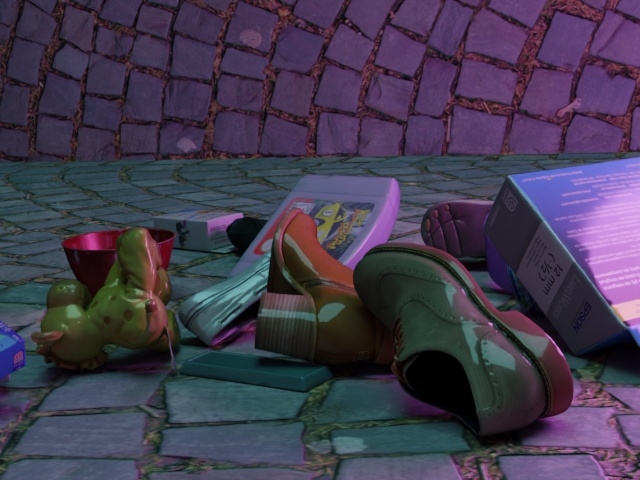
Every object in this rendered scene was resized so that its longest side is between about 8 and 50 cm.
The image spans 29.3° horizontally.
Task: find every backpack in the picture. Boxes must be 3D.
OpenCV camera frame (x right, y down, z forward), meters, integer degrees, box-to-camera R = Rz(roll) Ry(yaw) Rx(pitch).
[{"bbox_3d":[0.309,0.045,1.729,0.084,0.114,0.105,-14,9,15],"label":"backpack"}]

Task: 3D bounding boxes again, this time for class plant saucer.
[{"bbox_3d":[-0.081,0.158,1.509,0.192,0.018,0.067,3,12,32],"label":"plant saucer"}]

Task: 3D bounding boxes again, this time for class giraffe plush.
[{"bbox_3d":[-0.282,0.100,1.584,0.170,0.181,0.210,-13,46,0],"label":"giraffe plush"}]

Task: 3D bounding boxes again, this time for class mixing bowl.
[{"bbox_3d":[-0.319,0.043,1.956,0.181,0.098,0.181,-2,11,0],"label":"mixing bowl"}]

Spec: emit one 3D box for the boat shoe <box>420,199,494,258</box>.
[{"bbox_3d":[0.335,-0.015,2.042,0.324,0.123,0.116,8,-1,19],"label":"boat shoe"}]

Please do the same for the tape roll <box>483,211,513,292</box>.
[{"bbox_3d":[0.347,0.003,1.872,0.189,0.080,0.189,-7,30,4],"label":"tape roll"}]

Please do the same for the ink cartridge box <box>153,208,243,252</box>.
[{"bbox_3d":[-0.220,-0.020,2.354,0.181,0.061,0.104,6,14,37],"label":"ink cartridge box"}]

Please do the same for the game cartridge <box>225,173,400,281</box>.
[{"bbox_3d":[0.000,0.000,1.874,0.196,0.060,0.294,7,44,29],"label":"game cartridge"}]

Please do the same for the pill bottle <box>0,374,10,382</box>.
[{"bbox_3d":[-0.459,0.149,1.474,0.160,0.087,0.087,-6,11,-17],"label":"pill bottle"}]

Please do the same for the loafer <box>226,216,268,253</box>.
[{"bbox_3d":[-0.126,-0.004,2.200,0.078,0.076,0.223,8,3,-12],"label":"loafer"}]

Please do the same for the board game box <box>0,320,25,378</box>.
[{"bbox_3d":[-0.466,0.134,1.379,0.160,0.047,0.210,31,43,26],"label":"board game box"}]

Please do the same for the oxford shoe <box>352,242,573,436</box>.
[{"bbox_3d":[0.120,0.101,1.363,0.130,0.123,0.348,-21,30,-25],"label":"oxford shoe"}]

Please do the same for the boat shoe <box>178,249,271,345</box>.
[{"bbox_3d":[-0.088,0.081,1.708,0.226,0.083,0.076,-30,63,-26],"label":"boat shoe"}]

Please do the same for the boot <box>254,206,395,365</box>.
[{"bbox_3d":[0.039,0.061,1.590,0.220,0.109,0.283,7,28,0],"label":"boot"}]

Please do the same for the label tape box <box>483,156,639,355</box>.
[{"bbox_3d":[0.407,0.052,1.578,0.249,0.115,0.347,-9,50,-28],"label":"label tape box"}]
